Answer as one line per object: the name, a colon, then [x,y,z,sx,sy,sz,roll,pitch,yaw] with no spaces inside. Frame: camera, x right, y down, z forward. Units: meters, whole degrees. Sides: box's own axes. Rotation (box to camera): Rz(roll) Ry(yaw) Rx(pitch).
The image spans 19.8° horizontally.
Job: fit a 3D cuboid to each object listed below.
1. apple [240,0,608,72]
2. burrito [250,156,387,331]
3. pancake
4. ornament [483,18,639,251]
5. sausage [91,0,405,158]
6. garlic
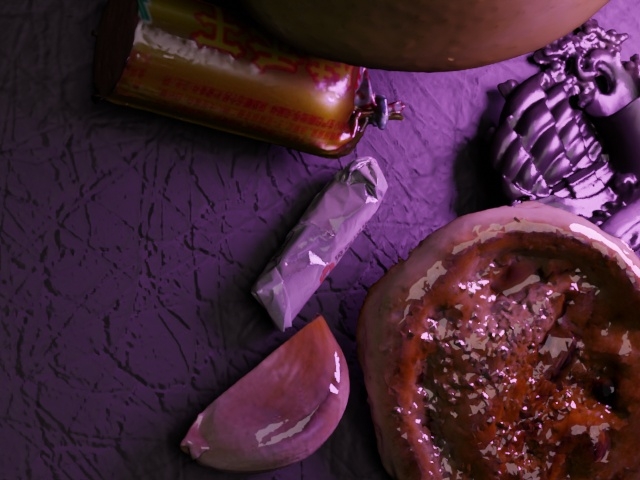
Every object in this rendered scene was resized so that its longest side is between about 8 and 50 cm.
apple: [0.097,-0.381,1.718,0.473,0.473,0.474,3,82,-21]
burrito: [-0.001,0.000,1.830,0.064,0.064,0.203,40,72,-12]
pancake: [0.203,0.135,1.832,0.356,0.065,0.356,-1,96,-8]
ornament: [0.279,-0.106,1.942,0.251,0.106,0.260,-29,87,-22]
sausage: [-0.064,-0.155,1.791,0.317,0.117,0.125,15,68,-19]
garlic: [-0.040,0.168,1.780,0.195,0.087,0.101,-41,85,-18]
